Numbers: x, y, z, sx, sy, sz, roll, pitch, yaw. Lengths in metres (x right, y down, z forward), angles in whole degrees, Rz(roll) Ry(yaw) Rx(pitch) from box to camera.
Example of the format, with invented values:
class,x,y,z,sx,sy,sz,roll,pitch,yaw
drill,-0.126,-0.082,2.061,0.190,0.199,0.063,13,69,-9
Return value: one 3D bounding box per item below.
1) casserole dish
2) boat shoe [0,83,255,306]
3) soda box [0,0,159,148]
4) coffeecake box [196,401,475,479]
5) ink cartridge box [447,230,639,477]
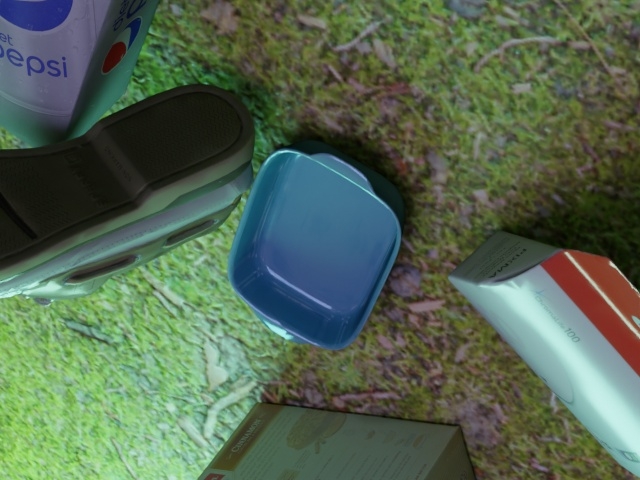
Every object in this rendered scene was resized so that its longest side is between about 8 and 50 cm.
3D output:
class,x,y,z,sx,sy,sz,roll,pitch,yaw
casserole dish,0.000,0.000,1.284,0.114,0.037,0.188,30,137,8
boat shoe,-0.183,-0.005,1.212,0.103,0.302,0.113,94,153,-51
soda box,-0.154,-0.188,1.185,0.091,0.098,0.286,34,137,5
coffeecake box,0.003,0.199,1.372,0.185,0.142,0.068,4,127,32
ink cartridge box,0.182,0.083,1.127,0.189,0.066,0.232,48,180,-9
